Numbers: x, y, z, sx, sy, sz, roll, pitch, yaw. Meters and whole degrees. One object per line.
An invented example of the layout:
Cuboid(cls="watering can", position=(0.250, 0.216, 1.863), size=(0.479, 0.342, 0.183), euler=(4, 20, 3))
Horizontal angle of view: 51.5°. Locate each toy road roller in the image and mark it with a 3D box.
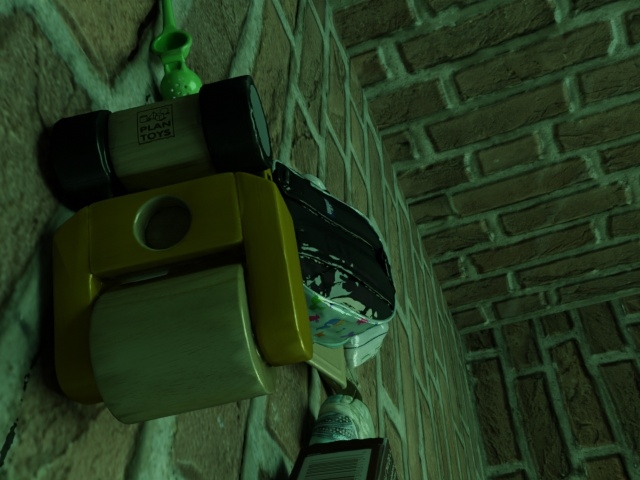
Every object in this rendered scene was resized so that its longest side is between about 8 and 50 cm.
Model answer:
Cuboid(cls="toy road roller", position=(-0.118, 0.017, 0.669), size=(0.241, 0.202, 0.330), euler=(67, 11, -64))

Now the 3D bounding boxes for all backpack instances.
Cuboid(cls="backpack", position=(-0.015, 0.036, 0.942), size=(0.253, 0.191, 0.225), euler=(23, 44, -36))

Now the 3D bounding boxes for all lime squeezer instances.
Cuboid(cls="lime squeezer", position=(-0.190, -0.239, 0.926), size=(0.110, 0.058, 0.311), euler=(7, 67, -73))

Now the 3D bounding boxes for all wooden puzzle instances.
Cuboid(cls="wooden puzzle", position=(-0.027, 0.115, 1.133), size=(0.239, 0.044, 0.221), euler=(48, 29, -44))

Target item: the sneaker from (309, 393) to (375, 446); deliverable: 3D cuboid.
Cuboid(cls="sneaker", position=(0.048, 0.400, 1.093), size=(0.122, 0.110, 0.283), euler=(-46, 118, -52))

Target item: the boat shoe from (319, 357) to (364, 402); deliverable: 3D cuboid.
Cuboid(cls="boat shoe", position=(0.028, 0.246, 1.232), size=(0.152, 0.056, 0.049), euler=(65, -10, -5))

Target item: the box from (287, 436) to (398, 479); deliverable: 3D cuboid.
Cuboid(cls="box", position=(0.060, 0.483, 0.879), size=(0.191, 0.143, 0.382), euler=(-49, 128, -75))

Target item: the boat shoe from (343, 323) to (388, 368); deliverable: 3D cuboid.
Cuboid(cls="boat shoe", position=(0.087, 0.223, 1.433), size=(0.226, 0.083, 0.076), euler=(-6, 92, -63))

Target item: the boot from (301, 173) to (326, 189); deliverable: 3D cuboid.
Cuboid(cls="boot", position=(0.000, 0.000, 1.326), size=(0.258, 0.095, 0.123), euler=(62, 24, -13))
